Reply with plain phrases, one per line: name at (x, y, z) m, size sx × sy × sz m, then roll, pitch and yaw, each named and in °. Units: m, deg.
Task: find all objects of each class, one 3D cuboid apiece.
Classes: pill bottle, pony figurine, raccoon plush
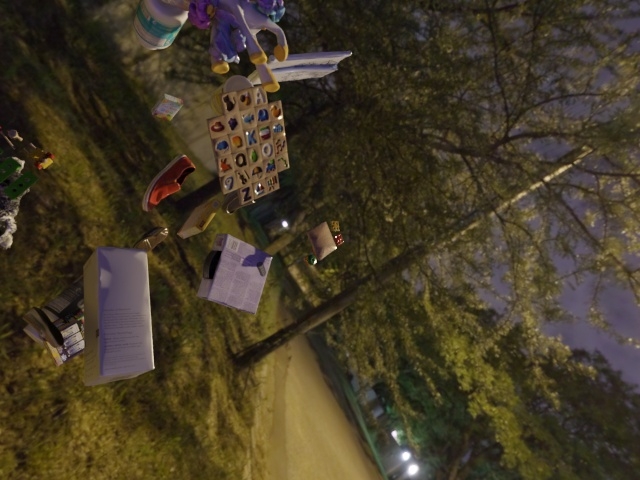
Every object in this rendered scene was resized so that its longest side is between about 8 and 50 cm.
pill bottle at (-0.935, 0.270, 1.580) m, size 0.161 × 0.283 × 0.161 m, roll 22°, pitch -38°, yaw 19°
pony figurine at (-0.238, -0.612, 1.099) m, size 0.351 × 0.302 × 0.364 m, roll -2°, pitch 76°, yaw -51°
raccoon plush at (-1.365, -0.158, 1.824) m, size 0.216 × 0.299 × 0.446 m, roll 14°, pitch 20°, yaw -14°
pill bottle at (-0.557, -0.762, 1.445) m, size 0.264 × 0.146 × 0.146 m, roll -9°, pitch -63°, yaw 54°
pill bottle at (-0.333, -0.527, 1.562) m, size 0.208 × 0.119 × 0.119 m, roll 8°, pitch -48°, yaw 59°

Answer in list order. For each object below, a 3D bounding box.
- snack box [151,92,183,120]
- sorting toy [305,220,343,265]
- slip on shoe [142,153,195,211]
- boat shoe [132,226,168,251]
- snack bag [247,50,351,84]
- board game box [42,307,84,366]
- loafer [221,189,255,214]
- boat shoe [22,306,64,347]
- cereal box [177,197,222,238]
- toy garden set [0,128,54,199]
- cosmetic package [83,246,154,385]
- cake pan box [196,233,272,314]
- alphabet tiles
snack box at (-0.775, -0.672, 2.122) m, size 0.100 × 0.141 × 0.037 m, roll 6°, pitch 61°, yaw -48°
sorting toy at (0.000, 0.000, 1.844) m, size 0.046 × 0.274 × 0.132 m, roll -12°, pitch -75°, yaw 42°
slip on shoe at (-0.716, -0.265, 1.983) m, size 0.101 × 0.331 × 0.123 m, roll 34°, pitch -23°, yaw 2°
boat shoe at (-0.609, -0.002, 1.492) m, size 0.049 × 0.152 × 0.056 m, roll 17°, pitch -57°, yaw 20°
snack bag at (-0.080, -0.640, 1.564) m, size 0.342 × 0.322 × 0.037 m, roll -161°, pitch -120°, yaw -66°
board game box at (-0.877, 0.337, 1.461) m, size 0.048 × 0.141 × 0.170 m, roll 34°, pitch -45°, yaw 27°
loafer at (-0.348, -0.204, 1.935) m, size 0.087 × 0.251 × 0.094 m, roll 49°, pitch 3°, yaw 21°
boat shoe at (-0.793, 0.256, 1.202) m, size 0.153 × 0.048 × 0.056 m, roll 43°, pitch -15°, yaw 14°
cereal box at (-0.571, -0.101, 1.975) m, size 0.047 × 0.173 × 0.240 m, roll 41°, pitch -29°, yaw -25°
toy garden set at (-1.095, -0.294, 1.467) m, size 0.244 × 0.204 × 0.049 m, roll 46°, pitch -23°, yaw -20°
cosmetic package at (-0.636, 0.231, 1.310) m, size 0.217 × 0.156 × 0.385 m, roll -32°, pitch -116°, yaw 44°
cake pan box at (-0.316, 0.129, 1.575) m, size 0.070 × 0.246 × 0.266 m, roll 0°, pitch -20°, yaw 37°
alphabet tiles at (-0.215, -0.297, 1.319) m, size 0.011 × 0.285 × 0.343 m, roll 20°, pitch -53°, yaw 38°
